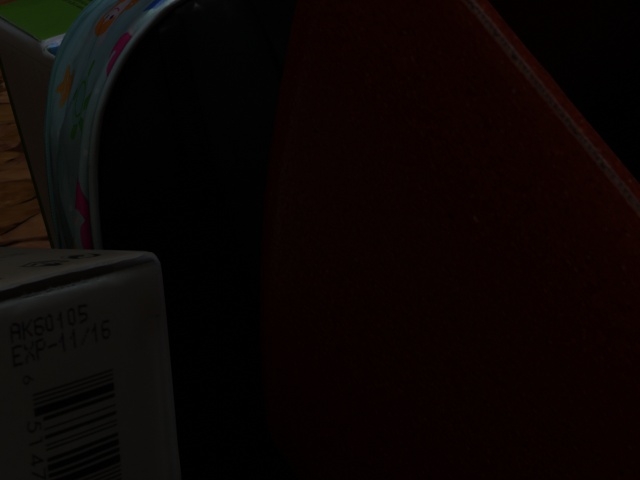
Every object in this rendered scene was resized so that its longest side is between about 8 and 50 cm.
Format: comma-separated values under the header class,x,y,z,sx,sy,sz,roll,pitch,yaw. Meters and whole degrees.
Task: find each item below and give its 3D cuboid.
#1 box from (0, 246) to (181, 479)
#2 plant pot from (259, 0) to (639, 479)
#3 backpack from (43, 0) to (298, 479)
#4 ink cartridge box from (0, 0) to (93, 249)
class,x,y,z,sx,sy,sz,roll,pitch,yaw
box,-0.209,0.077,0.641,0.311,0.148,0.121,3,11,34
plant pot,0.132,0.030,0.487,0.267,0.267,0.235,-24,-20,-35
backpack,0.000,0.000,0.700,0.225,0.253,0.191,-13,19,-15
ink cartridge box,-0.080,-0.028,0.913,0.097,0.188,0.255,-20,22,-19
